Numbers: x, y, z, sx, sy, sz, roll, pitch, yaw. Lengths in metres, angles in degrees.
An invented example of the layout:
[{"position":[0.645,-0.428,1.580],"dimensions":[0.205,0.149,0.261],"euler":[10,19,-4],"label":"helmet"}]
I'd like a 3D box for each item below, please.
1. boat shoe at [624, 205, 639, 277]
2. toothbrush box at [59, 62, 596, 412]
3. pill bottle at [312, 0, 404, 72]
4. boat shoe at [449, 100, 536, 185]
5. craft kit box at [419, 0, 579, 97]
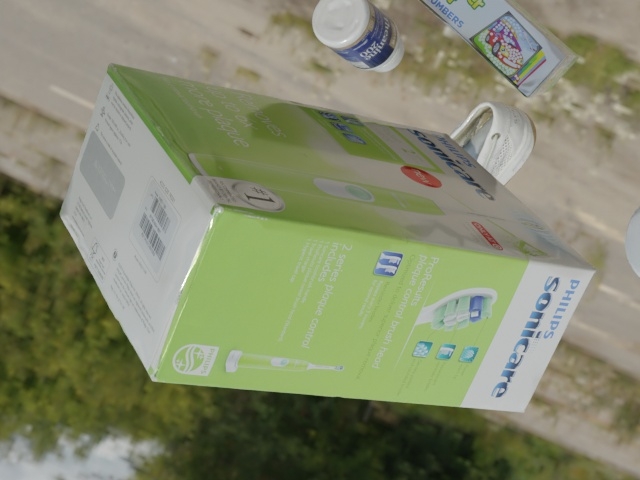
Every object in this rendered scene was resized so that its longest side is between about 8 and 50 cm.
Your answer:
[{"position":[0.464,0.024,1.537],"dimensions":[0.102,0.108,0.301],"euler":[16,-178,-28],"label":"boat shoe"},{"position":[0.000,0.000,0.904],"dimensions":[0.283,0.122,0.206],"euler":[10,-156,-32],"label":"toothbrush box"},{"position":[0.046,-0.226,1.503],"dimensions":[0.067,0.067,0.120],"euler":[20,178,30],"label":"pill bottle"},{"position":[0.133,-0.048,1.591],"dimensions":[0.096,0.277,0.098],"euler":[19,-162,-50],"label":"boat shoe"},{"position":[0.130,-0.234,1.284],"dimensions":[0.246,0.061,0.250],"euler":[45,-166,4],"label":"craft kit box"}]
